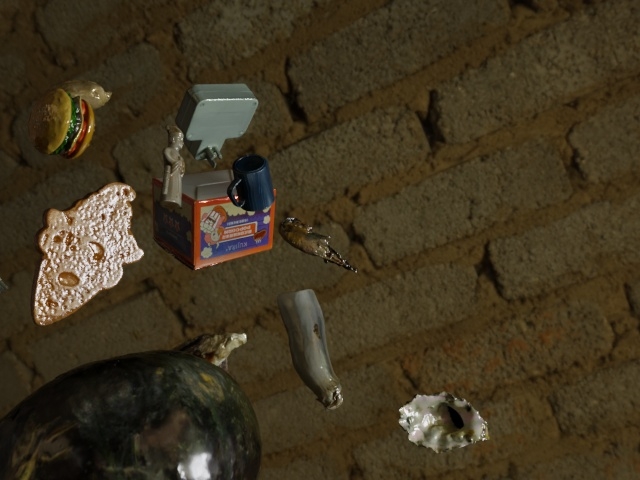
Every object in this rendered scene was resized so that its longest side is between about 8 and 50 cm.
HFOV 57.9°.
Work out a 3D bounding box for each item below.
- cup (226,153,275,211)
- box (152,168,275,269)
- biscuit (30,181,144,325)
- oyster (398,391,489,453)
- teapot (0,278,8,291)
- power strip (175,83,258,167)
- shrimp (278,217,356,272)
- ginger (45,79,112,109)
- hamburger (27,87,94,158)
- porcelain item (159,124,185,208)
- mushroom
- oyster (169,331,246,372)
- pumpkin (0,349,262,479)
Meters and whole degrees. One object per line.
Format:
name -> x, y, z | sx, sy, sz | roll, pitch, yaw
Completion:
cup -> -0.205, -0.165, 1.734 | 0.113, 0.138, 0.150 | 2, -138, 10
box -> -0.400, -0.093, 2.154 | 0.348, 0.257, 0.318 | -15, -149, -41
biscuit -> -0.407, 0.021, 0.997 | 0.043, 0.183, 0.280 | 5, -116, 53
oyster -> 0.268, 0.391, 1.272 | 0.209, 0.133, 0.072 | -7, 175, -9
teapot -> -0.998, 0.147, 1.704 | 0.119, 0.130, 0.165 | -52, -160, -27
power strip -> -0.334, -0.357, 1.830 | 0.229, 0.141, 0.261 | -14, 151, -42
shrimp -> 0.003, 0.002, 1.698 | 0.066, 0.262, 0.117 | -56, -169, 46
ginger -> -0.919, -0.529, 2.167 | 0.267, 0.152, 0.138 | -36, -151, -22
hamburger -> -0.596, -0.268, 1.334 | 0.162, 0.162, 0.115 | -19, 162, 34
porcelain item -> -0.373, -0.189, 1.466 | 0.054, 0.213, 0.084 | 0, 166, -1
mushroom -> -0.026, 0.345, 1.857 | 0.126, 0.397, 0.177 | -26, 149, 21
oyster -> -0.331, 0.349, 1.548 | 0.275, 0.100, 0.271 | -11, 141, -17
pumpkin -> -0.306, 0.362, 0.904 | 0.454, 0.344, 0.454 | -33, 161, -13
